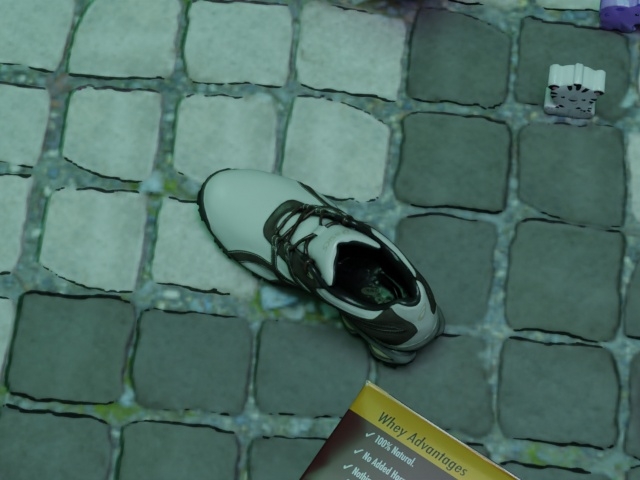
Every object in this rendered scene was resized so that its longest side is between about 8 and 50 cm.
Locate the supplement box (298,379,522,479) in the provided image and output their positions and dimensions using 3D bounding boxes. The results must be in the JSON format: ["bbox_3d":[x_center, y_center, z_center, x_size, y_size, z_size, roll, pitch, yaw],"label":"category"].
[{"bbox_3d":[0.051,0.227,0.891,0.191,0.129,0.194,32,72,14],"label":"supplement box"}]

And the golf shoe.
[{"bbox_3d":[0.000,0.000,1.007,0.198,0.094,0.077,32,73,15],"label":"golf shoe"}]

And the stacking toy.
[{"bbox_3d":[0.270,-0.165,1.092,0.221,0.052,0.167,7,68,3],"label":"stacking toy"}]
